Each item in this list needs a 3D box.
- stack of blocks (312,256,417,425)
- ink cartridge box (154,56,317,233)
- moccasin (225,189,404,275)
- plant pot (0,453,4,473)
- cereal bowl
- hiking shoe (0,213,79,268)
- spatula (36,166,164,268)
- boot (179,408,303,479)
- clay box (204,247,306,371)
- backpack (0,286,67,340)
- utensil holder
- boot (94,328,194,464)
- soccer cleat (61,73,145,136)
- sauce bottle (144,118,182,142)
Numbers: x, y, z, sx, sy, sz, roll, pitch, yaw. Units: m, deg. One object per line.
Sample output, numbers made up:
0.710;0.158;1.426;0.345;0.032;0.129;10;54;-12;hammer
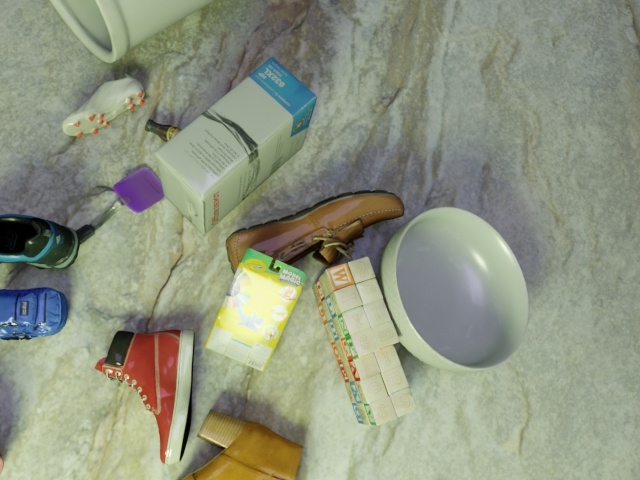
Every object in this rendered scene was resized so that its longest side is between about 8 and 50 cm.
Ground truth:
0.083;0.199;1.052;0.087;0.171;0.297;-16;78;-15;stack of blocks
-0.169;-0.183;1.090;0.129;0.223;0.307;43;70;4;ink cartridge box
0.001;-0.001;1.114;0.380;0.139;0.146;-19;79;-16;moccasin
-0.652;0.344;0.864;0.201;0.201;0.180;-38;68;-19;plant pot
0.256;0.108;1.110;0.339;0.141;0.338;10;65;-24;cereal bowl
-0.608;-0.007;0.985;0.304;0.132;0.113;-4;72;1;hiking shoe
-0.446;-0.041;1.095;0.296;0.030;0.084;-43;89;-19;spatula
-0.163;0.469;0.958;0.211;0.104;0.295;27;66;-2;boot
-0.122;0.128;1.037;0.128;0.053;0.222;24;104;-3;clay box
-0.533;0.135;0.990;0.120;0.101;0.097;-1;80;-15;backpack
-0.372;-0.615;1.130;0.385;0.327;0.327;-40;84;-20;utensil holder
-0.326;0.285;0.994;0.176;0.088;0.244;1;65;-10;boot
-0.468;-0.288;1.151;0.196;0.068;0.076;-39;79;-26;soccer cleat
-0.316;-0.225;1.171;0.128;0.042;0.042;21;71;-4;sauce bottle
